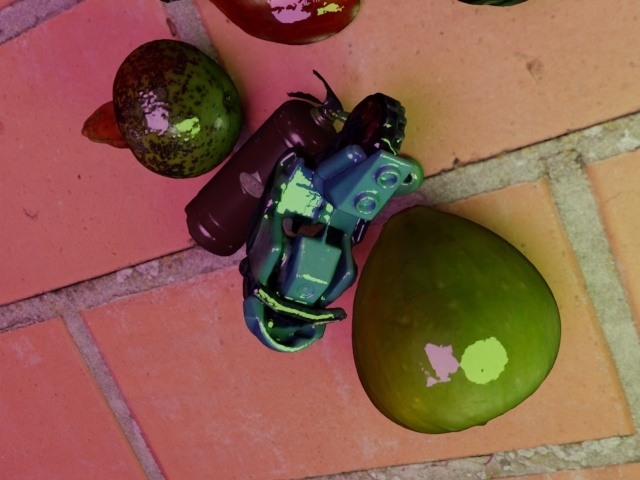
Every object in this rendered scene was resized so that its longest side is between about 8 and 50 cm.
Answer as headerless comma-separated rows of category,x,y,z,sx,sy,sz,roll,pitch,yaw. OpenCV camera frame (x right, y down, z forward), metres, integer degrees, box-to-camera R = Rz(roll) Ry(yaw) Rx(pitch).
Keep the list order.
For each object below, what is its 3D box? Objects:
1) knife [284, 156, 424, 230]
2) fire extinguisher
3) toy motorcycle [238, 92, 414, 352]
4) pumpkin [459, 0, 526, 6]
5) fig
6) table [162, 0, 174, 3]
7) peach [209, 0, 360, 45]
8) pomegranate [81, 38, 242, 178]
knife,0.040,-0.074,1.162,0.260,0.034,0.063,-17,100,30
fire extinguisher,-0.077,-0.116,1.132,0.337,0.135,0.114,-41,50,29
toy motorcycle,0.000,0.000,1.022,0.172,0.232,0.416,21,131,-25
pumpkin,0.204,-0.405,0.869,0.250,0.216,0.250,-6,117,-11
fig,0.175,0.103,1.046,0.316,0.316,0.316,8,114,18
table,-0.170,-0.490,0.946,0.251,0.196,0.282,-8,92,25
peach,-0.079,-0.374,1.061,0.279,0.068,0.189,9,112,18
pomegranate,-0.247,-0.191,1.117,0.248,0.214,0.214,-8,109,12
